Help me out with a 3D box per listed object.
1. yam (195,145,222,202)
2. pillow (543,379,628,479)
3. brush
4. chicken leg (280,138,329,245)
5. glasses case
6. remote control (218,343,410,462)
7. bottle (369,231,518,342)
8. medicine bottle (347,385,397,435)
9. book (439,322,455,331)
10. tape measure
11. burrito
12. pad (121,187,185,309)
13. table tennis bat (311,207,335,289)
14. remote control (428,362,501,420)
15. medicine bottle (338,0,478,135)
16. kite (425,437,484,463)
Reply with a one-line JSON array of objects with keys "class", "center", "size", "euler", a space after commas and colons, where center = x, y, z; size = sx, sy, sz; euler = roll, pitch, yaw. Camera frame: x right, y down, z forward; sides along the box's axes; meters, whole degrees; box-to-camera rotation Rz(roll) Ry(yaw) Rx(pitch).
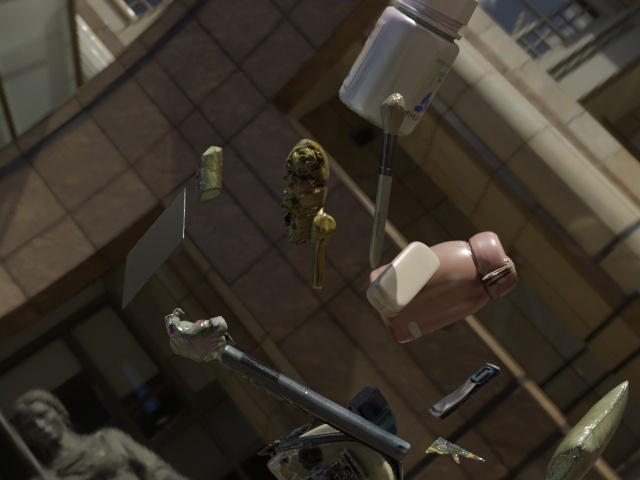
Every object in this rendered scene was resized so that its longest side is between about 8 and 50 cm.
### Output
[{"class": "yam", "center": [-0.285, -0.171, 2.412], "size": [0.070, 0.146, 0.070], "euler": [-1, -16, 0]}, {"class": "pillow", "center": [0.541, 0.414, 1.936], "size": [0.302, 0.075, 0.185], "euler": [-29, -33, -49]}, {"class": "brush", "center": [0.107, -0.098, 1.591], "size": [0.039, 0.042, 0.299], "euler": [-4, -73, -37]}, {"class": "chicken leg", "center": [-0.033, -0.073, 1.709], "size": [0.088, 0.103, 0.227], "euler": [6, -57, -8]}, {"class": "glasses case", "center": [0.166, 0.075, 1.888], "size": [0.196, 0.083, 0.050], "euler": [-40, -5, -44]}, {"class": "remote control", "center": [-0.014, 0.300, 1.733], "size": [0.044, 0.377, 0.107], "euler": [-61, -5, -19]}, {"class": "bottle", "center": [0.269, 0.099, 2.019], "size": [0.297, 0.173, 0.206], "euler": [-22, 16, 10]}, {"class": "medicine bottle", "center": [0.081, 0.415, 2.159], "size": [0.079, 0.124, 0.258], "euler": [-43, 4, -31]}, {"class": "book", "center": [0.356, 0.158, 2.867], "size": [0.024, 0.160, 0.228], "euler": [-73, -1, -67]}, {"class": "tape measure", "center": [0.032, 0.457, 1.960], "size": [0.231, 0.271, 0.133], "euler": [-49, -17, 15]}, {"class": "burrito", "center": [-0.256, 0.204, 1.960], "size": [0.229, 0.144, 0.089], "euler": [91, -173, -75]}, {"class": "pad", "center": [-0.301, 0.015, 1.710], "size": [0.003, 0.143, 0.211], "euler": [26, -53, -28]}, {"class": "table tennis bat", "center": [0.000, 0.000, 2.094], "size": [0.050, 0.198, 0.321], "euler": [2, -12, -2]}, {"class": "remote control", "center": [0.362, 0.378, 2.375], "size": [0.212, 0.028, 0.059], "euler": [-34, 25, -19]}, {"class": "medicine bottle", "center": [0.171, -0.362, 1.832], "size": [0.293, 0.170, 0.170], "euler": [-61, -22, 16]}, {"class": "kite", "center": [0.231, 0.370, 1.668], "size": [0.090, 0.122, 0.004], "euler": [-126, 53, -68]}]
